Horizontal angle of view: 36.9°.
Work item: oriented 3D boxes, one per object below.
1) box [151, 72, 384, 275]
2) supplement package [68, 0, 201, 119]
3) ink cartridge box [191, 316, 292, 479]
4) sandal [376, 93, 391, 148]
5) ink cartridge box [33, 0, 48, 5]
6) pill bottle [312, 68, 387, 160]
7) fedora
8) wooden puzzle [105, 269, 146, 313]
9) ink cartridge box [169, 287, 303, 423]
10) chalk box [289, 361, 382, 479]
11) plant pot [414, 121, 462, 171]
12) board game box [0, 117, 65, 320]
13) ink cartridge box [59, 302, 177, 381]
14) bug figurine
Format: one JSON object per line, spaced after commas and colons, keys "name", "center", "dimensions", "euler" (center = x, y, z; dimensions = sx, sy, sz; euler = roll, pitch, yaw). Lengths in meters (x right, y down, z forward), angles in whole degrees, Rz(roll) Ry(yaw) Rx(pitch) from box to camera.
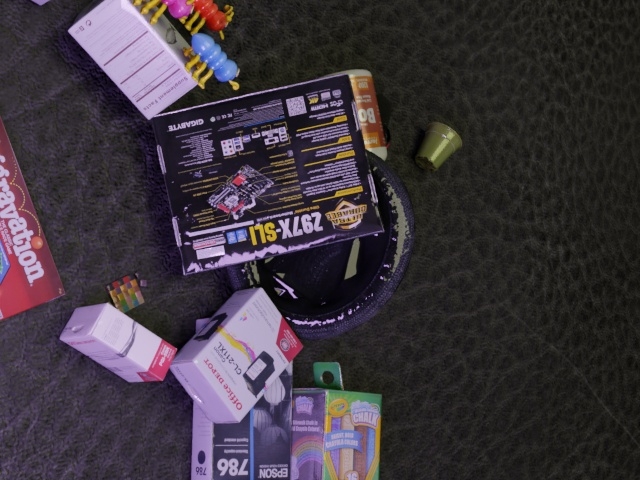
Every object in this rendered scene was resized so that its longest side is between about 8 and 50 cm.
{"name": "box", "center": [-0.082, -0.102, 1.509], "dimensions": [0.322, 0.079, 0.257], "euler": [-13, 89, 1]}
{"name": "supplement package", "center": [-0.277, -0.294, 1.460], "dimensions": [0.179, 0.105, 0.105], "euler": [49, 16, -25]}
{"name": "ink cartridge box", "center": [-0.125, 0.295, 1.548], "dimensions": [0.165, 0.065, 0.332], "euler": [9, 77, -41]}
{"name": "sandal", "center": [0.110, -0.207, 1.860], "dimensions": [0.067, 0.040, 0.179], "euler": [28, 65, -36]}
{"name": "ink cartridge box", "center": [-0.448, -0.459, 1.372], "dimensions": [0.208, 0.087, 0.153], "euler": [29, 64, -34]}
{"name": "pill bottle", "center": [0.055, -0.195, 1.753], "dimensions": [0.121, 0.121, 0.216], "euler": [-12, 91, -42]}
{"name": "fedora", "center": [0.000, 0.000, 1.616], "dimensions": [0.334, 0.152, 0.334], "euler": [0, 86, 2]}
{"name": "wooden puzzle", "center": [-0.298, 0.082, 1.466], "dimensions": [0.083, 0.006, 0.049], "euler": [-28, 102, -41]}
{"name": "ink cartridge box", "center": [-0.128, 0.177, 1.476], "dimensions": [0.175, 0.072, 0.127], "euler": [-48, 113, -36]}
{"name": "chalk box", "center": [0.014, 0.314, 1.621], "dimensions": [0.132, 0.132, 0.213], "euler": [14, 75, -39]}
{"name": "plant pot", "center": [0.232, -0.183, 1.948], "dimensions": [0.083, 0.083, 0.079], "euler": [45, 68, -27]}
{"name": "board game box", "center": [-0.465, -0.031, 1.324], "dimensions": [0.145, 0.027, 0.281], "euler": [-25, 99, -43]}
{"name": "ink cartridge box", "center": [-0.294, 0.150, 1.395], "dimensions": [0.135, 0.099, 0.056], "euler": [40, 58, -31]}
{"name": "bug figurine", "center": [-0.202, -0.353, 1.472], "dimensions": [0.216, 0.072, 0.279], "euler": [45, 17, -34]}
